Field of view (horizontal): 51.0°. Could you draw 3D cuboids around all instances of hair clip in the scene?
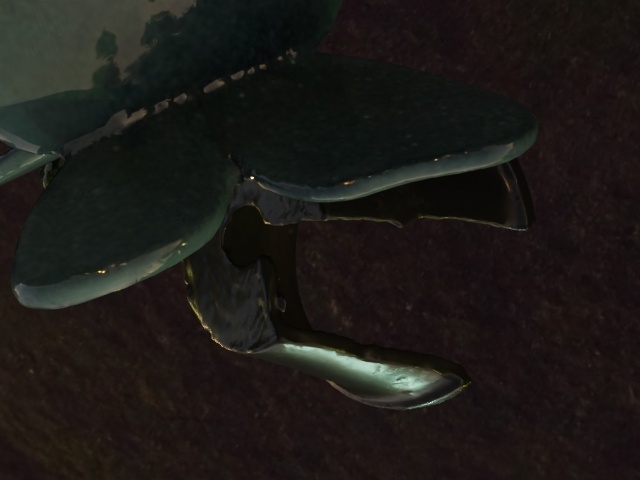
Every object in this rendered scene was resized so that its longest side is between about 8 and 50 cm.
[{"bbox_3d":[-0.113,-0.153,0.435,0.392,0.318,0.238,29,140,50],"label":"hair clip"}]

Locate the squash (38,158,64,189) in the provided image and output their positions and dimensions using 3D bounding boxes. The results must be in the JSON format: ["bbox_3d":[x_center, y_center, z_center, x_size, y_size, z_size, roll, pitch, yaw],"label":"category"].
[{"bbox_3d":[-0.374,-0.218,1.092,0.087,0.331,0.087,15,162,5],"label":"squash"}]

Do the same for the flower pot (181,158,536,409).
[{"bbox_3d":[0.000,0.000,0.730,0.379,0.251,0.379,-2,86,44],"label":"flower pot"}]
